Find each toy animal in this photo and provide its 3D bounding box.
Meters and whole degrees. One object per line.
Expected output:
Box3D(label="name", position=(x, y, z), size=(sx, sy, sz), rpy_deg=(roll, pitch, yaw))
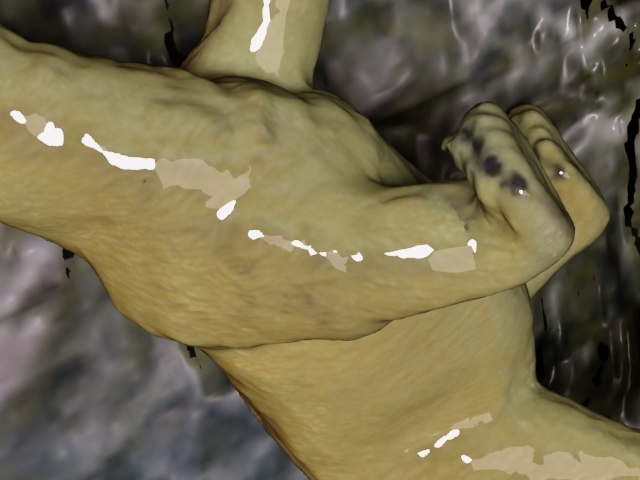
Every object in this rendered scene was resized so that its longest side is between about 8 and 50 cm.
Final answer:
Box3D(label="toy animal", position=(0.000, 0.000, 0.380), size=(0.101, 0.103, 0.218), rpy_deg=(-32, 135, 13))
